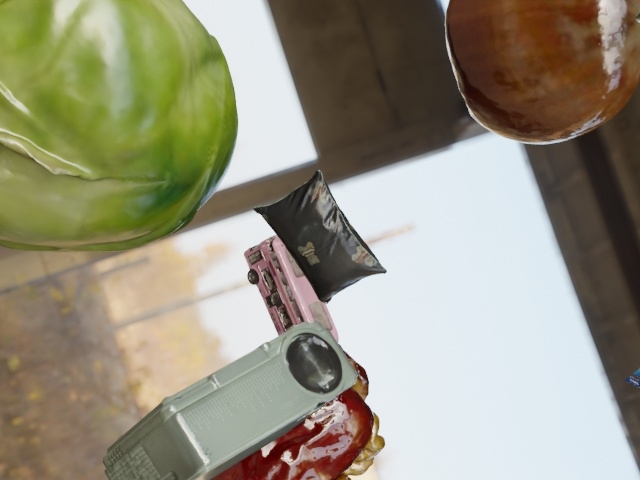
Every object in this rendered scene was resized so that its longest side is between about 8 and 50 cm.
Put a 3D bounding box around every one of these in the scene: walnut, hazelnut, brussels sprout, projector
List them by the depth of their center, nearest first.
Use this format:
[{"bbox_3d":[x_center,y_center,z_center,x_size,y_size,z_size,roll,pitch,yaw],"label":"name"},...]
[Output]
[{"bbox_3d":[-0.271,-0.143,1.643,0.361,0.342,0.425,30,-5,-4],"label":"brussels sprout"},{"bbox_3d":[-0.104,0.199,1.709,0.099,0.257,0.192,58,-41,7],"label":"projector"},{"bbox_3d":[-0.031,0.286,2.129,0.244,0.269,0.222,49,6,-9],"label":"walnut"},{"bbox_3d":[0.377,-0.339,2.498,0.366,0.366,0.365,161,-90,-82],"label":"hazelnut"}]

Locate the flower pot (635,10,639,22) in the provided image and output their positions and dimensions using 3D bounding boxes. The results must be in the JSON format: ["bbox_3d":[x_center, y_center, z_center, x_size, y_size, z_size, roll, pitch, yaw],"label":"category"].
[{"bbox_3d":[0.483,-0.249,1.708,0.164,0.254,0.367,-27,-89,43],"label":"flower pot"}]

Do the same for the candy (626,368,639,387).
[{"bbox_3d":[0.384,0.125,1.518,0.136,0.088,0.038,-49,-159,43],"label":"candy"}]

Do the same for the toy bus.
[{"bbox_3d":[-0.042,0.090,2.266,0.090,0.063,0.203,-31,-100,44],"label":"toy bus"}]

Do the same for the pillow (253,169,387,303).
[{"bbox_3d":[0.000,0.000,1.735,0.150,0.090,0.048,56,3,-16],"label":"pillow"}]
